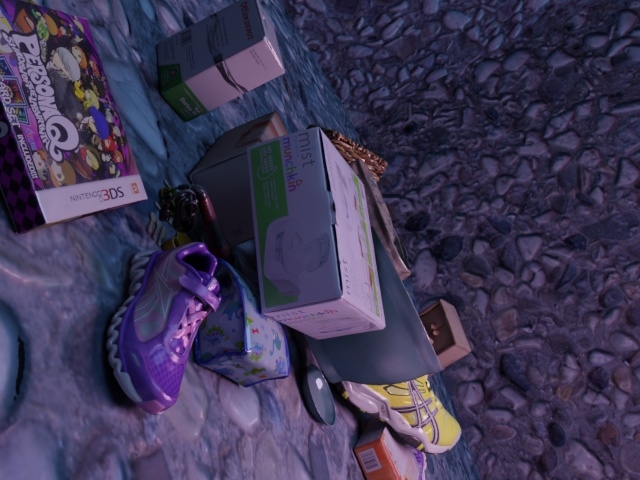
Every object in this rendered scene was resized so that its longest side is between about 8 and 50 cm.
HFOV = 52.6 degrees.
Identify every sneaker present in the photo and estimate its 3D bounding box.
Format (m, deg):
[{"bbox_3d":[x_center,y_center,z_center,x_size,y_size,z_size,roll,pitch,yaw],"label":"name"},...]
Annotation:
[{"bbox_3d":[0.217,0.548,1.559,0.071,0.068,0.169,52,19,-31],"label":"sneaker"},{"bbox_3d":[-0.164,0.082,0.731,0.236,0.105,0.095,-96,160,-50],"label":"sneaker"},{"bbox_3d":[0.194,0.335,1.395,0.385,0.147,0.145,37,8,-32],"label":"sneaker"}]

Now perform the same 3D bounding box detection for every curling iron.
[{"bbox_3d":[-0.157,0.017,0.926,0.274,0.068,0.035,71,7,-50],"label":"curling iron"}]

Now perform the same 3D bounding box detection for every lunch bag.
[{"bbox_3d":[0.053,-0.002,1.474,0.169,0.236,0.286,35,34,-67],"label":"lunch bag"},{"bbox_3d":[-0.112,0.114,0.910,0.129,0.096,0.151,48,32,-55],"label":"lunch bag"}]

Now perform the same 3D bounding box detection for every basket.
[{"bbox_3d":[0.009,-0.170,1.740,0.214,0.222,0.299,29,3,-14],"label":"basket"}]

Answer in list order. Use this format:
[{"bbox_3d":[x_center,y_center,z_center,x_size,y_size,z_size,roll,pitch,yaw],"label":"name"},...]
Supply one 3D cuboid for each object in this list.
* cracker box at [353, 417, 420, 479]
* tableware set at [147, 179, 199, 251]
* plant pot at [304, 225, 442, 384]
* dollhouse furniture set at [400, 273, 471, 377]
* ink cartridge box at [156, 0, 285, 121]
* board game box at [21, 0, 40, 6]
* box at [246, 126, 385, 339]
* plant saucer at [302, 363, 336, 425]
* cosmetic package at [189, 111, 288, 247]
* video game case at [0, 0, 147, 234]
[{"bbox_3d":[0.149,0.474,1.400,0.155,0.067,0.232,66,13,5],"label":"cracker box"},{"bbox_3d":[-0.203,-0.021,0.942,0.104,0.024,0.154,59,14,-30],"label":"tableware set"},{"bbox_3d":[0.071,0.146,1.196,0.292,0.196,0.293,63,3,-5],"label":"plant pot"},{"bbox_3d":[0.164,0.235,1.723,0.394,0.256,0.362,28,34,-36],"label":"dollhouse furniture set"},{"bbox_3d":[-0.180,-0.328,1.163,0.087,0.209,0.153,52,19,-49],"label":"ink cartridge box"},{"bbox_3d":[-0.329,-0.228,0.787,0.154,0.026,0.103,36,33,-66],"label":"board game box"},{"bbox_3d":[0.000,0.000,0.993,0.231,0.127,0.261,38,41,-64],"label":"box"},{"bbox_3d":[-0.006,0.288,1.200,0.119,0.021,0.119,60,14,-25],"label":"plant saucer"},{"bbox_3d":[-0.124,-0.125,1.213,0.296,0.129,0.153,-83,150,-65],"label":"cosmetic package"},{"bbox_3d":[-0.284,-0.136,0.695,0.210,0.042,0.231,-39,113,-75],"label":"video game case"}]
